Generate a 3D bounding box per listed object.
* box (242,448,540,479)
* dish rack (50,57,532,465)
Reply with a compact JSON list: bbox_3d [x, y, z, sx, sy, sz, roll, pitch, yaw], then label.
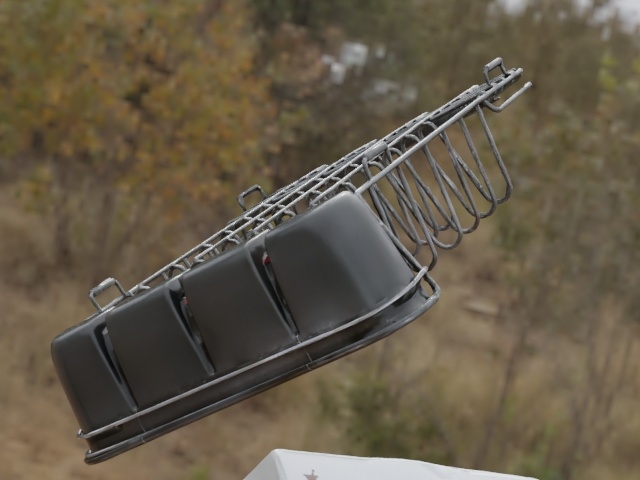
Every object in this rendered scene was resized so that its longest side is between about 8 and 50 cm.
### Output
[{"bbox_3d":[-0.013,0.301,1.232,0.215,0.345,0.168,11,49,-33],"label":"box"},{"bbox_3d":[0.000,0.000,0.951,0.208,0.074,0.271,-24,8,33],"label":"dish rack"}]
